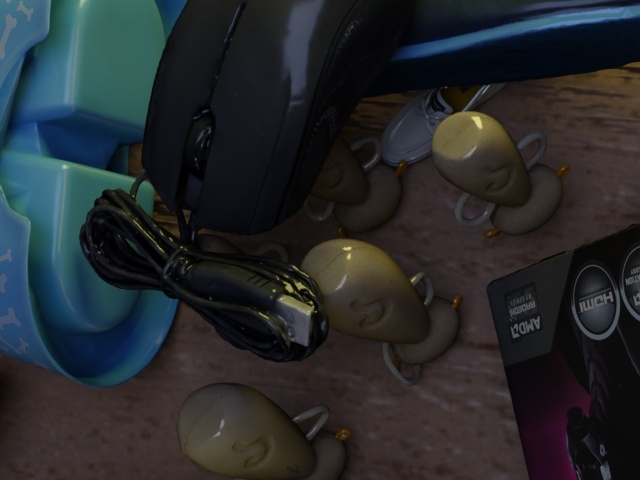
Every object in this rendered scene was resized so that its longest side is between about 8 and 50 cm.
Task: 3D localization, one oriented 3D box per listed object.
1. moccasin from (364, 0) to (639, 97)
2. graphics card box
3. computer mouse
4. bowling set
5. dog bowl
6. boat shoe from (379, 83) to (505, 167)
[{"bbox_3d":[0.089,-0.158,0.995,0.342,0.138,0.117,-4,81,15],"label":"moccasin"},{"bbox_3d":[0.222,0.170,0.910,0.094,0.233,0.371,-6,80,-28],"label":"graphics card box"},{"bbox_3d":[-0.036,-0.082,0.948,0.188,0.072,0.272,25,91,34],"label":"computer mouse"},{"bbox_3d":[0.000,0.000,1.048,0.287,0.154,0.200,-45,57,8],"label":"bowling set"},{"bbox_3d":[-0.156,-0.058,1.073,0.074,0.166,0.297,2,85,29],"label":"dog bowl"},{"bbox_3d":[0.076,-0.084,1.072,0.100,0.035,0.035,-36,77,8],"label":"boat shoe"}]
